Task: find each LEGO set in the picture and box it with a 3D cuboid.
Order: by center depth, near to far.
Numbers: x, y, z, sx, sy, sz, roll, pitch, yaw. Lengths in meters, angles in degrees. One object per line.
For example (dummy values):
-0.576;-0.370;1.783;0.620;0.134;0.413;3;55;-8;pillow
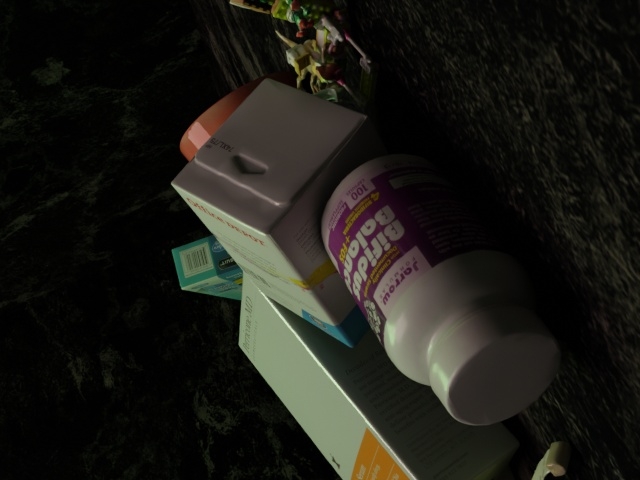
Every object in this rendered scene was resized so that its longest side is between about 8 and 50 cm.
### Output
0.000;-0.242;1.145;0.107;0.132;0.287;55;179;30;LEGO set

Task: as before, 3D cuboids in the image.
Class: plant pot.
-0.092;-0.147;1.721;0.243;0.275;0.275;56;172;7;plant pot

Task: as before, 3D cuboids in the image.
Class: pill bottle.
0.124;0.048;0.967;0.301;0.169;0.169;-121;11;-49;pill bottle

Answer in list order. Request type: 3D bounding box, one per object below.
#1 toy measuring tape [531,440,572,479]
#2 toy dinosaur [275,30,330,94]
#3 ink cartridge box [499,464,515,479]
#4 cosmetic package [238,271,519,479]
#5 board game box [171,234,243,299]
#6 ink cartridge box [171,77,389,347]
0.291;0.369;1.131;0.330;0.121;0.121;101;149;-46;toy measuring tape
-0.014;-0.289;1.484;0.183;0.053;0.092;46;144;51;toy dinosaur
0.277;0.399;1.415;0.099;0.056;0.135;147;100;-82;ink cartridge box
0.066;0.225;1.365;0.453;0.162;0.230;48;151;28;cosmetic package
-0.080;0.034;1.674;0.336;0.254;0.079;24;-130;-69;board game box
-0.015;-0.035;1.187;0.198;0.197;0.270;28;162;40;ink cartridge box
